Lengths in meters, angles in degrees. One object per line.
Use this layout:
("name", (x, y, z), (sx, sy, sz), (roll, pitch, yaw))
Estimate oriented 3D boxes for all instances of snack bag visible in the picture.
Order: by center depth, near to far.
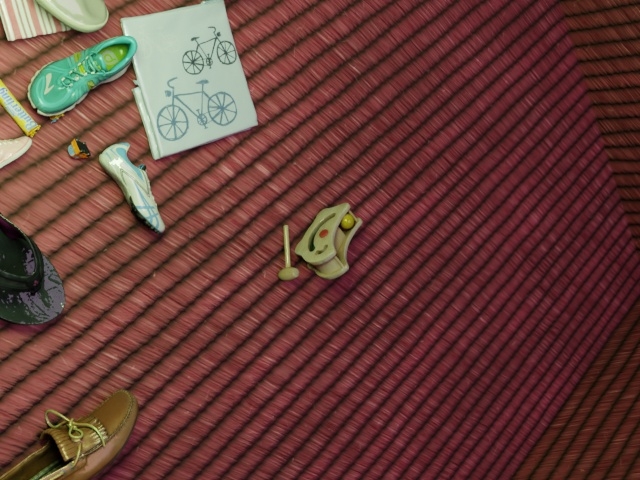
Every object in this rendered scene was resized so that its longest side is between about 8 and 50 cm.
("snack bag", (-0.319, -0.398, 2.104), (0.323, 0.037, 0.343), (-26, 107, -39))

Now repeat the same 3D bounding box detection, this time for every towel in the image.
("towel", (-0.598, -0.504, 1.827), (0.197, 0.029, 0.144), (-31, 115, -49))

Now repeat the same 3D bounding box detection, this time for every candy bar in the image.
("candy bar", (-0.649, -0.287, 1.821), (0.040, 0.018, 0.161), (-51, 123, -28))

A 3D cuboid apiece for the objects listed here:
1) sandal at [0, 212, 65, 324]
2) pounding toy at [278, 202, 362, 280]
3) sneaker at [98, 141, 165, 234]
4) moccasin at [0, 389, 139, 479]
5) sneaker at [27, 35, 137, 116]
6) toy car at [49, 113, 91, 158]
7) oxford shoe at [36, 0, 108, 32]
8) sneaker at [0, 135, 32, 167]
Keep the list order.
("sandal", (-0.671, 0.007, 1.757), (0.167, 0.107, 0.446), (-49, 121, -30))
("pounding toy", (0.000, 0.000, 2.339), (0.155, 0.154, 0.269), (50, 60, -33))
("sneaker", (-0.416, -0.117, 1.996), (0.086, 0.085, 0.237), (-37, 117, -18))
("moccasin", (-0.556, 0.455, 1.884), (0.380, 0.139, 0.147), (-37, 125, -24))
("sneaker", (-0.510, -0.368, 1.872), (0.275, 0.110, 0.107), (-43, 107, -29))
("toy car", (-0.554, -0.231, 1.912), (0.040, 0.060, 0.122), (-27, 96, 8))
("oxford shoe", (-0.565, -0.631, 1.754), (0.449, 0.130, 0.169), (61, 33, -18))
("sneaker", (-0.663, -0.193, 1.791), (0.134, 0.051, 0.070), (-41, 124, -28))
